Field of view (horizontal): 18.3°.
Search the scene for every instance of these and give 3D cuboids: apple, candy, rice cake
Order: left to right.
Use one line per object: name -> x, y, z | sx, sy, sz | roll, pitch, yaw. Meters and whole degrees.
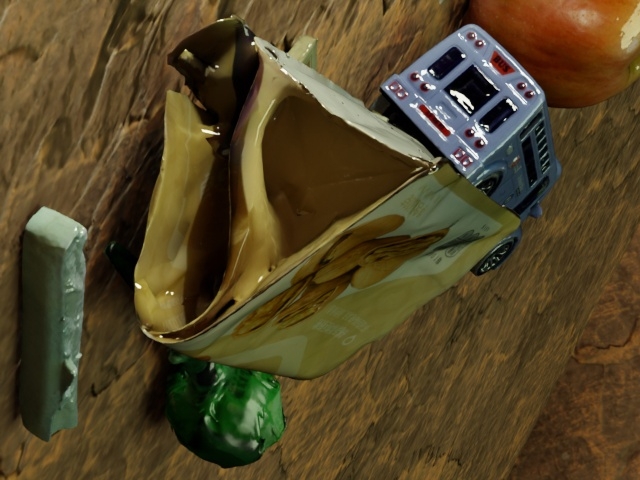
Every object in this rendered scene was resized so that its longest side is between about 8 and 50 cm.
rice cake -> -0.159, 0.055, 1.202 | 0.030, 0.042, 0.180 | -47, 156, -42
candy -> -0.096, 0.074, 1.409 | 0.097, 0.097, 0.323 | -60, 157, -17
apple -> 0.230, -0.211, 1.835 | 0.199, 0.199, 0.199 | -57, 163, -28

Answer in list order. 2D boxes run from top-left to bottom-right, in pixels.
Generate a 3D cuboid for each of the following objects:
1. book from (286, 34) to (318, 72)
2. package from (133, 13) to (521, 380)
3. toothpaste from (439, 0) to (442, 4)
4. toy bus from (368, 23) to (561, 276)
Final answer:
book -> -0.047, -0.023, 1.504 | 0.170, 0.018, 0.242 | -58, 164, -28
package -> -0.014, -0.029, 1.350 | 0.221, 0.165, 0.311 | -36, 164, 10
toothpaste -> 0.152, -0.334, 1.636 | 0.314, 0.058, 0.056 | 105, -26, -44
toy bus -> 0.139, -0.078, 1.776 | 0.133, 0.125, 0.292 | -41, 162, -4
